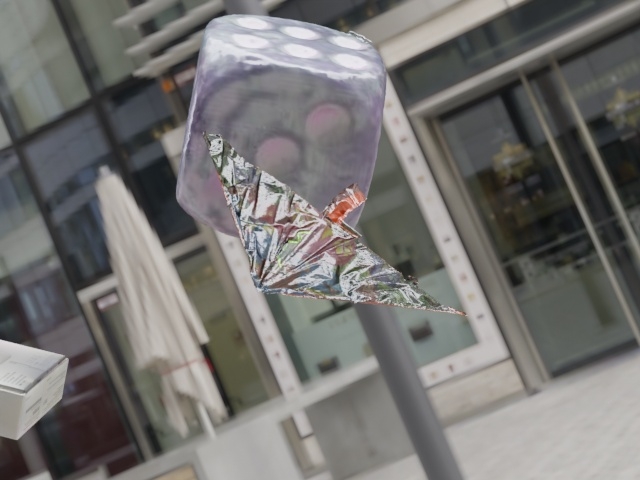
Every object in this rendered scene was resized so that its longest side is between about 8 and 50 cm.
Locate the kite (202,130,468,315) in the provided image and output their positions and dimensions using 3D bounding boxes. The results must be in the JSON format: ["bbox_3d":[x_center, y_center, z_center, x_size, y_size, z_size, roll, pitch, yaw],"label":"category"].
[{"bbox_3d":[0.000,0.000,0.852,0.009,0.232,0.189,-53,-3,32],"label":"kite"}]

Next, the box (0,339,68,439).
[{"bbox_3d":[-0.330,0.136,1.184,0.129,0.051,0.130,13,10,4],"label":"box"}]

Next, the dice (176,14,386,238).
[{"bbox_3d":[-0.058,-0.163,1.767,0.270,0.271,0.270,10,24,-7],"label":"dice"}]
